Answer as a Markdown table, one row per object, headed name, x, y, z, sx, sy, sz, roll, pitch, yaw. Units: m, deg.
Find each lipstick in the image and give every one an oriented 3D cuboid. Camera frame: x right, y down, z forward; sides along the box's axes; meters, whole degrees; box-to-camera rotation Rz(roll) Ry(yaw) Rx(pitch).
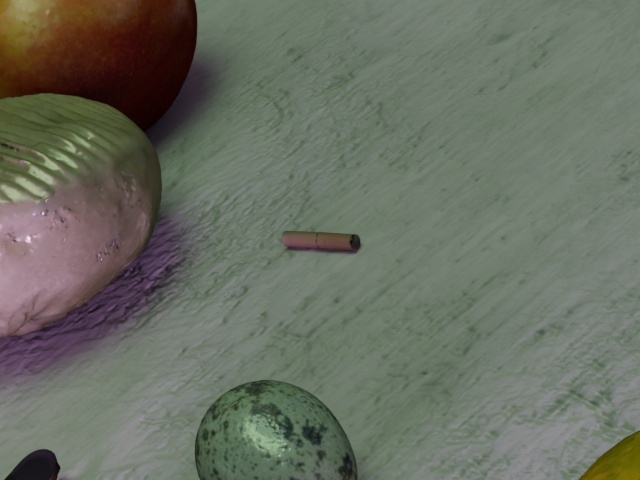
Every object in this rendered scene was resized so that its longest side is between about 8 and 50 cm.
| name | x | y | z | sx | sy | sz | roll | pitch | yaw |
| --- | --- | --- | --- | --- | --- | --- | --- | --- | --- |
| lipstick | 0.000 | 0.000 | 2.090 | 0.094 | 0.019 | 0.019 | 4 | 41 | 36 |

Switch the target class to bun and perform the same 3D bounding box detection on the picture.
| name | x | y | z | sx | sy | sz | roll | pitch | yaw |
| --- | --- | --- | --- | --- | --- | --- | --- | --- | --- |
| bun | -0.334 | -0.028 | 2.158 | 0.326 | 0.234 | 0.362 | 0 | 27 | 24 |

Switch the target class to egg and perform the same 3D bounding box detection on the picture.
| name | x | y | z | sx | sy | sz | roll | pitch | yaw |
| --- | --- | --- | --- | --- | --- | --- | --- | --- | --- |
| egg | -0.037 | 0.197 | 1.722 | 0.132 | 0.132 | 0.172 | -37 | 43 | -19 |

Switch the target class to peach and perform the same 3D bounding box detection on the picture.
| name | x | y | z | sx | sy | sz | roll | pitch | yaw |
| --- | --- | --- | --- | --- | --- | --- | --- | --- | --- |
| peach | -0.308 | -0.254 | 2.423 | 0.307 | 0.308 | 0.332 | -16 | 49 | 13 |

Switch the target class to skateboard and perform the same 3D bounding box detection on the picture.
| name | x | y | z | sx | sy | sz | roll | pitch | yaw |
| --- | --- | --- | --- | --- | --- | --- | --- | --- | --- |
| skateboard | -0.320 | 0.251 | 1.873 | 0.151 | 0.080 | 0.067 | -30 | 39 | -5 |

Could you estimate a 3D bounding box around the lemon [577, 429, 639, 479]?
| name | x | y | z | sx | sy | sz | roll | pitch | yaw |
| --- | --- | --- | --- | --- | --- | --- | --- | --- | --- |
| lemon | 0.271 | 0.251 | 1.344 | 0.284 | 0.260 | 0.260 | -43 | 37 | -25 |
